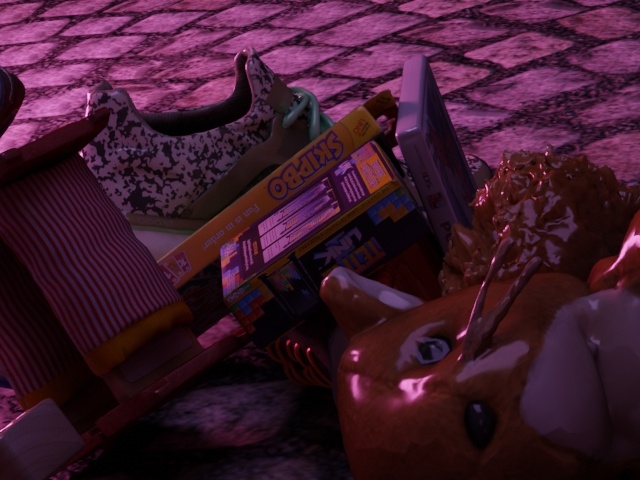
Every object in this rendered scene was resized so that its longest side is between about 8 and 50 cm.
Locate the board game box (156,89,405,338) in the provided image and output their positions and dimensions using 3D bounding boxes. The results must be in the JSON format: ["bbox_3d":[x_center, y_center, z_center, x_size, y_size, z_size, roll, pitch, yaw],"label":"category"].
[{"bbox_3d":[-0.035,-0.012,1.507,0.259,0.039,0.124,-40,-18,-1],"label":"board game box"}]

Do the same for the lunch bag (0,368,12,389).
[{"bbox_3d":[-0.209,0.069,1.532,0.151,0.096,0.129,12,14,-17],"label":"lunch bag"}]

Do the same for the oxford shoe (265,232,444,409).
[{"bbox_3d":[0.028,0.078,1.395,0.132,0.130,0.364,-28,13,11],"label":"oxford shoe"}]

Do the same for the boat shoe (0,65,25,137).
[{"bbox_3d":[-0.269,-0.049,1.368,0.183,0.066,0.066,-42,-21,21],"label":"boat shoe"}]

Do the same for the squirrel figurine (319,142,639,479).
[{"bbox_3d":[0.187,0.070,1.152,0.370,0.281,0.397,-18,5,-5],"label":"squirrel figurine"}]

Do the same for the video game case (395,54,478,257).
[{"bbox_3d":[0.103,-0.034,1.524,0.023,0.183,0.201,-19,18,12],"label":"video game case"}]

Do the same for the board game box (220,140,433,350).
[{"bbox_3d":[0.000,0.000,1.360,0.141,0.048,0.170,-34,12,4],"label":"board game box"}]

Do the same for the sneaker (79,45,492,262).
[{"bbox_3d":[-0.027,-0.069,1.640,0.410,0.182,0.158,-6,19,-29],"label":"sneaker"}]

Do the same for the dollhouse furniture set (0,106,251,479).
[{"bbox_3d":[-0.236,0.084,1.276,0.152,0.201,0.374,-35,0,39],"label":"dollhouse furniture set"}]
